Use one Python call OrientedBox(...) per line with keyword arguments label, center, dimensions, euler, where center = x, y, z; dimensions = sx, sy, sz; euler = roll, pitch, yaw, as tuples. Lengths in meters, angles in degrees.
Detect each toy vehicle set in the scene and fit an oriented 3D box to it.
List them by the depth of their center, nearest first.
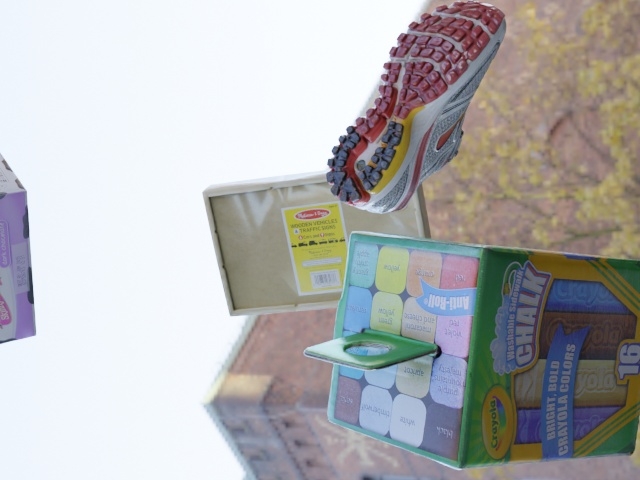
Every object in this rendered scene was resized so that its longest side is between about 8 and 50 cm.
OrientedBox(label="toy vehicle set", center=(0.000, 0.000, 1.299), dimensions=(0.035, 0.267, 0.166), euler=(-50, -48, -68))

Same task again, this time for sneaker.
OrientedBox(label="sneaker", center=(0.097, -0.124, 1.001), dimensions=(0.093, 0.088, 0.225), euler=(24, -74, -50))

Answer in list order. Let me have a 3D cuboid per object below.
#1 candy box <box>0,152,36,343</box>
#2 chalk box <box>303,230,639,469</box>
OrientedBox(label="candy box", center=(-0.348, -0.013, 1.064), dimensions=(0.070, 0.196, 0.165), euler=(-12, -57, -28))
OrientedBox(label="chalk box", center=(0.093, 0.064, 0.684), dimensions=(0.213, 0.132, 0.132), euler=(6, -88, -38))
